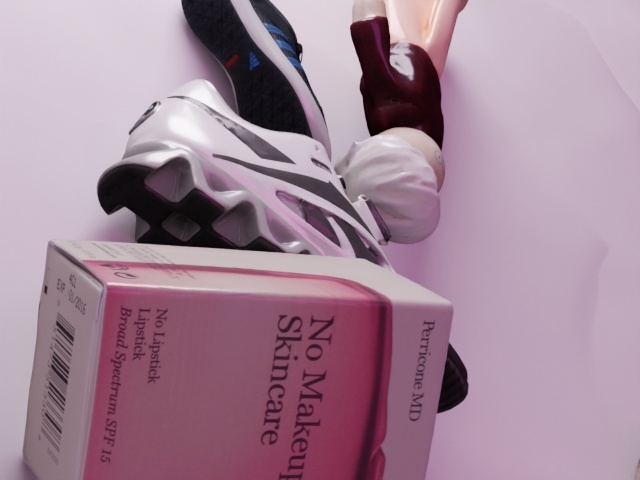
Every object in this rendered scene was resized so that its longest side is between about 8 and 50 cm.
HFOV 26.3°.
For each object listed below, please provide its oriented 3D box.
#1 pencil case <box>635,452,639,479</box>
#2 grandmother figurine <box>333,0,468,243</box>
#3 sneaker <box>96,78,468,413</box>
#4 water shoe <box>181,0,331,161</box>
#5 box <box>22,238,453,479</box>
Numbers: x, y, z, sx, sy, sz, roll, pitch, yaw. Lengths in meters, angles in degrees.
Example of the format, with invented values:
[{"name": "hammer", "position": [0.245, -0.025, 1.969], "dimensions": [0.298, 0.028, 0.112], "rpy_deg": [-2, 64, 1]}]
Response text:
[{"name": "pencil case", "position": [0.483, 0.260, 1.300], "dimensions": [0.410, 0.183, 0.159], "rpy_deg": [21, 52, -33]}, {"name": "grandmother figurine", "position": [0.074, -0.140, 1.169], "dimensions": [0.208, 0.104, 0.342], "rpy_deg": [50, 34, -39]}, {"name": "sneaker", "position": [0.000, 0.000, 1.035], "dimensions": [0.330, 0.122, 0.146], "rpy_deg": [41, 47, -19]}, {"name": "water shoe", "position": [-0.035, -0.142, 1.121], "dimensions": [0.080, 0.073, 0.203], "rpy_deg": [-25, 86, -50]}, {"name": "box", "position": [-0.053, 0.088, 0.858], "dimensions": [0.232, 0.127, 0.148], "rpy_deg": [4, 100, -27]}]
